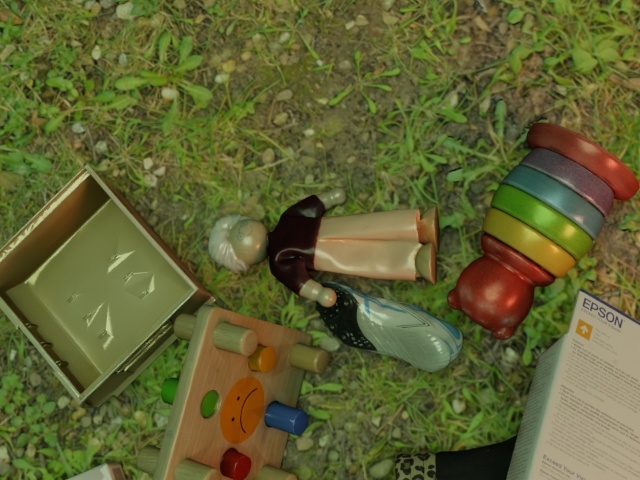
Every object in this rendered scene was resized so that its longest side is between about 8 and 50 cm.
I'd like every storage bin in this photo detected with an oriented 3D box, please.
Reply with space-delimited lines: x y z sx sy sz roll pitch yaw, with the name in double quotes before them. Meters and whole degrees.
"storage bin" -0.345 0.077 1.415 0.260 0.123 0.262 -44 76 0

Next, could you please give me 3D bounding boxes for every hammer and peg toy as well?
"hammer and peg toy" -0.126 0.285 1.285 0.127 0.266 0.362 10 82 34

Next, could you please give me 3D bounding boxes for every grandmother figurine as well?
"grandmother figurine" 0.000 0.000 1.366 0.342 0.104 0.208 -1 42 14

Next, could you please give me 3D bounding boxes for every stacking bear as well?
"stacking bear" 0.295 -0.004 1.302 0.175 0.164 0.289 33 92 14

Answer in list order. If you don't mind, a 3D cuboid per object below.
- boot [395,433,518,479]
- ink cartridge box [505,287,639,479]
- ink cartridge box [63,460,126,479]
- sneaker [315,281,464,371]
"boot" 0.254 0.439 1.236 0.284 0.138 0.378 -7 75 8
"ink cartridge box" 0.409 0.278 1.191 0.324 0.071 0.330 30 57 -8
"ink cartridge box" -0.374 0.516 1.375 0.261 0.066 0.296 -24 77 4
"sneaker" 0.097 0.121 1.360 0.237 0.086 0.085 23 114 25
